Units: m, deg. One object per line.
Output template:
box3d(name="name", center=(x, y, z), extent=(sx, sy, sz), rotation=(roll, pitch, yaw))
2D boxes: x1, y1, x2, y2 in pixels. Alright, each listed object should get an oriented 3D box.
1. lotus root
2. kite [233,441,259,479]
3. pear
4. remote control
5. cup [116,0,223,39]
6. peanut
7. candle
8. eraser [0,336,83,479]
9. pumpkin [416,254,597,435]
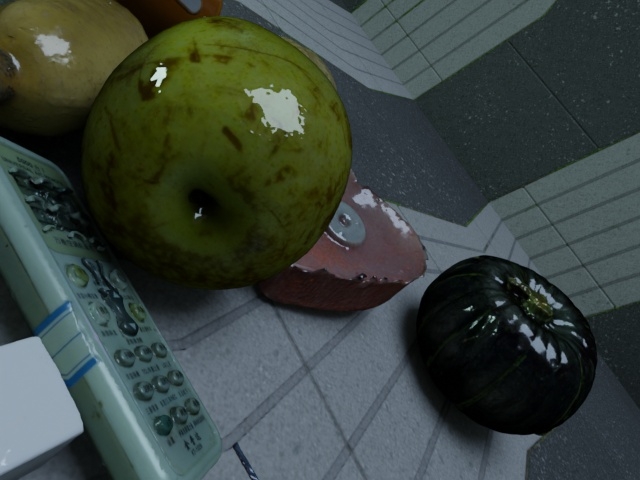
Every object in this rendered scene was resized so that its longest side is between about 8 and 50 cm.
box3d(name="lotus root", center=(-0.281, -0.191, 0.495), extent=(0.303, 0.146, 0.131), rotation=(-78, 154, -57))
box3d(name="kite", center=(-0.073, 0.279, 0.383), extent=(0.160, 0.010, 0.183), rotation=(53, 29, 5))
box3d(name="pear", center=(-0.102, -0.088, 0.482), extent=(0.283, 0.283, 0.284), rotation=(35, 32, -26))
box3d(name="remote control", center=(-0.201, 0.062, 0.382), extent=(0.336, 0.065, 0.128), rotation=(56, 0, 9))
box3d(name="cup", center=(-0.258, -0.372, 0.595), extent=(0.263, 0.182, 0.226), rotation=(32, 5, -43))
box3d(name="peanut", center=(-0.062, -0.412, 1.099), extent=(0.232, 0.110, 0.197), rotation=(9, 49, -53))
box3d(name="candle", center=(0.000, 0.000, 0.701), extent=(0.316, 0.131, 0.287), rotation=(39, 36, -1))
box3d(name="eraser", center=(-0.273, 0.135, 0.196), extent=(0.076, 0.078, 0.298), rotation=(57, 30, 11))
box3d(name="pumpkin", center=(0.327, 0.185, 0.823), extent=(0.322, 0.241, 0.324), rotation=(20, 41, -18))
